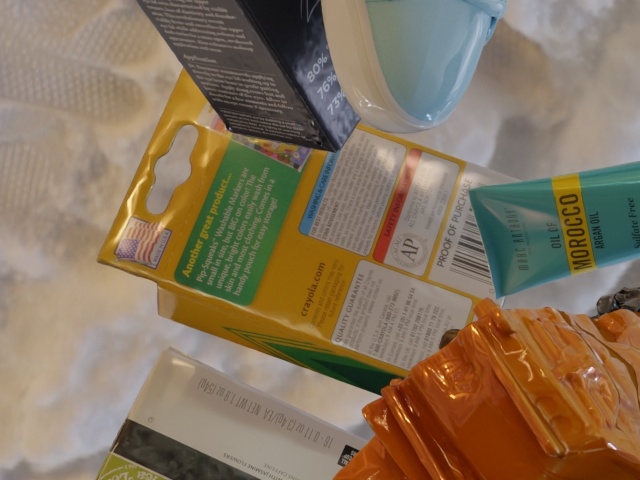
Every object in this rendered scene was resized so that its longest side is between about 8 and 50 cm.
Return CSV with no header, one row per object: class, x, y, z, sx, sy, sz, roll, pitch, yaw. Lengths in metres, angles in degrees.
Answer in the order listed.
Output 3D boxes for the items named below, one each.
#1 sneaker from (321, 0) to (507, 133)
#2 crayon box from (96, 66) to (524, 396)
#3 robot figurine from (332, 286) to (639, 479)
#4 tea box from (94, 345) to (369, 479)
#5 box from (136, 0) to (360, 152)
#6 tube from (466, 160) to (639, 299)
sneaker,0.107,-0.239,0.757,0.135,0.150,0.366,10,93,-39
crayon box,0.000,0.000,1.085,0.323,0.203,0.083,20,157,1
robot figurine,0.126,0.103,0.413,0.085,0.211,0.291,-40,154,17
tea box,-0.070,0.331,1.261,0.329,0.324,0.220,23,164,6
box,-0.031,-0.185,0.862,0.108,0.153,0.207,14,151,39
tube,0.199,-0.020,0.782,0.207,0.052,0.080,-13,111,10
